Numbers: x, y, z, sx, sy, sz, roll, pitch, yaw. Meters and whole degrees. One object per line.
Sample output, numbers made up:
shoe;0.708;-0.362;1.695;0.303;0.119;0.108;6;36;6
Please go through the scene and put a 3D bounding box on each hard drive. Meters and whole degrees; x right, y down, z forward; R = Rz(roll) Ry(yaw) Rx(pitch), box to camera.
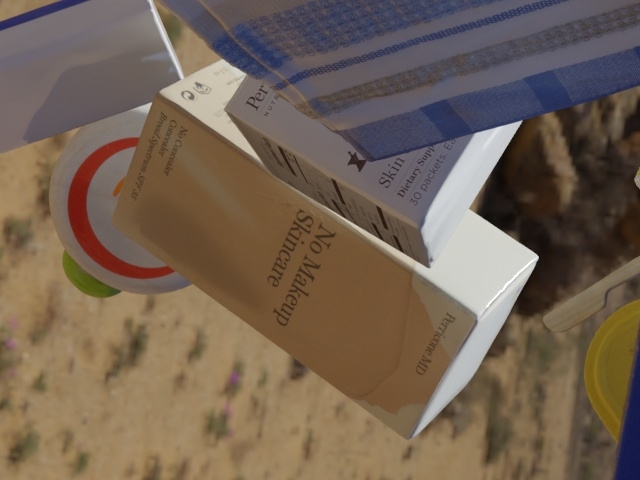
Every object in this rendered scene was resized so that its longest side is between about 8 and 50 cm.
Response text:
hard drive;-0.278;-0.118;1.220;0.210;0.318;0.040;78;-7;-78

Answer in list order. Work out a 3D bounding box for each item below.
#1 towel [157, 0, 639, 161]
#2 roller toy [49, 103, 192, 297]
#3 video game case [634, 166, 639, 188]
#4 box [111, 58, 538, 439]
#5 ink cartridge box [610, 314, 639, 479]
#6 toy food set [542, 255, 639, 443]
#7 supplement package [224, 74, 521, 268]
towel;0.058;-0.109;0.651;0.285;0.209;0.034;32;47;-64
roller toy;-0.169;-0.052;1.505;0.146;0.209;0.191;-84;163;-75
video game case;0.446;-0.117;1.428;0.026;0.227;0.206;43;71;-45
box;0.000;0.000;1.184;0.121;0.311;0.148;-36;155;-52
ink cartridge box;0.298;0.193;0.780;0.071;0.330;0.324;-6;-109;63
toy food set;0.307;0.122;1.293;0.071;0.128;0.218;26;28;-51
supplement package;0.077;-0.138;0.990;0.262;0.145;0.204;-59;170;-4
